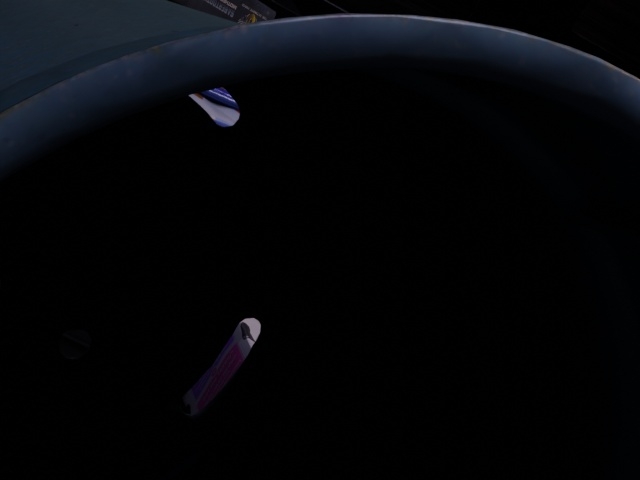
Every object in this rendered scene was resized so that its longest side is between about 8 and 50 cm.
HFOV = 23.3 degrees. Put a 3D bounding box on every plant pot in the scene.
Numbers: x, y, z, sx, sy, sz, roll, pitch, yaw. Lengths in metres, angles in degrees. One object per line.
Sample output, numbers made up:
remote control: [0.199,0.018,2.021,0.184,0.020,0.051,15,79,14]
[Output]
plant pot: [-0.058,0.060,0.553,0.341,0.341,0.334,24,7,-27]

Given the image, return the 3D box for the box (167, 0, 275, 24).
box: [-0.194,-0.301,1.831,0.183,0.059,0.232,18,-6,43]

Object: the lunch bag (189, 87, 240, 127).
lunch bag: [-0.153,-0.126,1.371,0.303,0.115,0.243,22,19,-29]

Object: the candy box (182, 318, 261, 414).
candy box: [0.003,0.111,0.959,0.165,0.070,0.196,25,16,-26]
